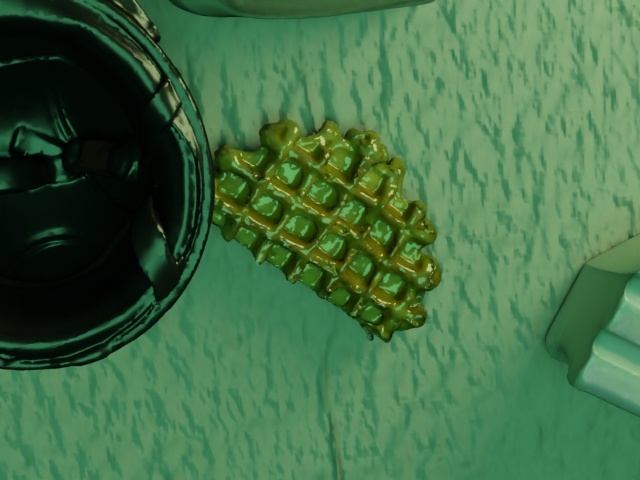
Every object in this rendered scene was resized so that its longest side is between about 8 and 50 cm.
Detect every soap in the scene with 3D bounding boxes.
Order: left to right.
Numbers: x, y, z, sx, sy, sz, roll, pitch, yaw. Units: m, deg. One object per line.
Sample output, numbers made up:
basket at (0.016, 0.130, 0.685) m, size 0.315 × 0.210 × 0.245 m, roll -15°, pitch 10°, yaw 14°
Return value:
soap at (0.336, 0.077, 1.443) m, size 0.289 × 0.095 × 0.173 m, roll 24°, pitch 101°, yaw -16°

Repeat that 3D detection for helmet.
helmet at (-0.195, -0.058, 1.266) m, size 0.230 × 0.160 × 0.279 m, roll -17°, pitch 97°, yaw -6°

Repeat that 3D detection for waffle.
waffle at (0.000, 0.000, 1.381) m, size 0.161 × 0.046 × 0.192 m, roll -23°, pitch 109°, yaw -6°

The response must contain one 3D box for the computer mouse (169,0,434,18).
computer mouse at (-0.011, -0.215, 1.302) m, size 0.231 × 0.079 × 0.128 m, roll -6°, pitch 111°, yaw -25°
